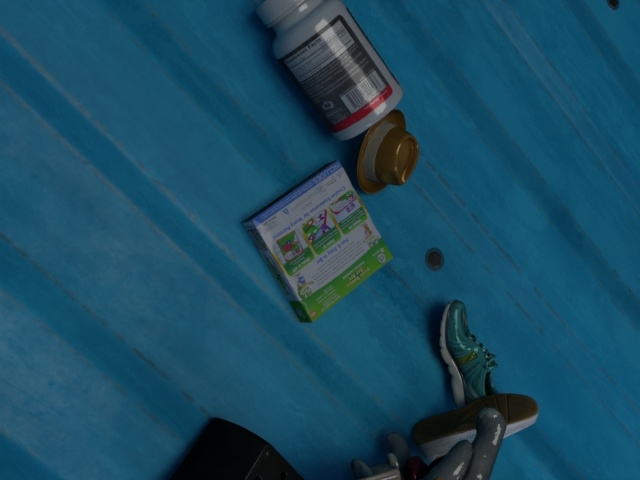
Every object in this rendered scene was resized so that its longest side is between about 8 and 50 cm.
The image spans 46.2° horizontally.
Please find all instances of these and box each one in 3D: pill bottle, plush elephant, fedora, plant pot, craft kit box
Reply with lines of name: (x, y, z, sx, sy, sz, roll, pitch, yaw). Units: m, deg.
pill bottle: (0.013, -0.376, 1.524, 0.176, 0.176, 0.318, -46, 108, -25)
plush elephant: (0.195, 0.496, 1.510, 0.272, 0.255, 0.330, 89, 26, -45)
fedora: (0.154, -0.179, 1.598, 0.194, 0.079, 0.194, -36, 140, -37)
plant pot: (-0.136, 0.447, 1.344, 0.187, 0.167, 0.188, 52, 50, -22)
craft kit box: (0.000, 0.000, 1.555, 0.250, 0.061, 0.247, -36, 101, -28)

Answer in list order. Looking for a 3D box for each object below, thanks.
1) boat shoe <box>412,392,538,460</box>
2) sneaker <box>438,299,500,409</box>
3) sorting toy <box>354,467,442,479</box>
boat shoe: (0.345, 0.414, 1.639, 0.098, 0.277, 0.096, -80, 148, -60)
sneaker: (0.345, 0.260, 1.691, 0.107, 0.110, 0.275, -28, 103, -50)
sorting toy: (0.074, 0.518, 1.334, 0.347, 0.047, 0.196, -10, 89, -20)
